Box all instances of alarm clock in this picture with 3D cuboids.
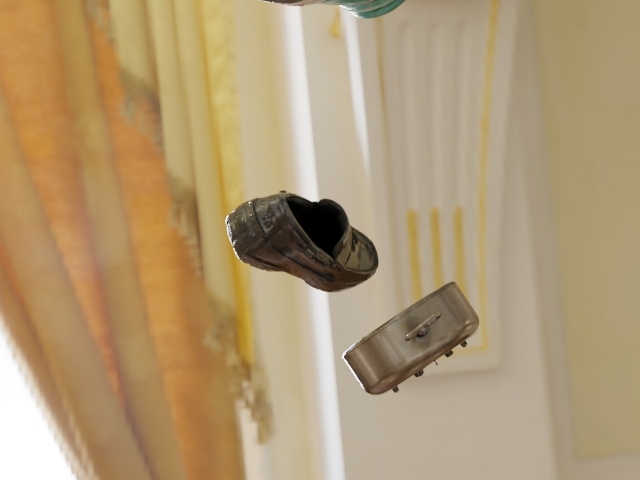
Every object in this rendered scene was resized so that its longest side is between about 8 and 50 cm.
[{"bbox_3d":[0.089,0.093,1.389,0.129,0.064,0.192,-33,-9,-7],"label":"alarm clock"}]

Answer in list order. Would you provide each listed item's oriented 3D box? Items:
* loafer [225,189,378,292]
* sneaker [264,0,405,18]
[{"bbox_3d":[0.000,0.000,1.422,0.078,0.076,0.223,-30,-24,25],"label":"loafer"},{"bbox_3d":[-0.028,-0.239,1.072,0.178,0.123,0.295,-4,27,-43],"label":"sneaker"}]
